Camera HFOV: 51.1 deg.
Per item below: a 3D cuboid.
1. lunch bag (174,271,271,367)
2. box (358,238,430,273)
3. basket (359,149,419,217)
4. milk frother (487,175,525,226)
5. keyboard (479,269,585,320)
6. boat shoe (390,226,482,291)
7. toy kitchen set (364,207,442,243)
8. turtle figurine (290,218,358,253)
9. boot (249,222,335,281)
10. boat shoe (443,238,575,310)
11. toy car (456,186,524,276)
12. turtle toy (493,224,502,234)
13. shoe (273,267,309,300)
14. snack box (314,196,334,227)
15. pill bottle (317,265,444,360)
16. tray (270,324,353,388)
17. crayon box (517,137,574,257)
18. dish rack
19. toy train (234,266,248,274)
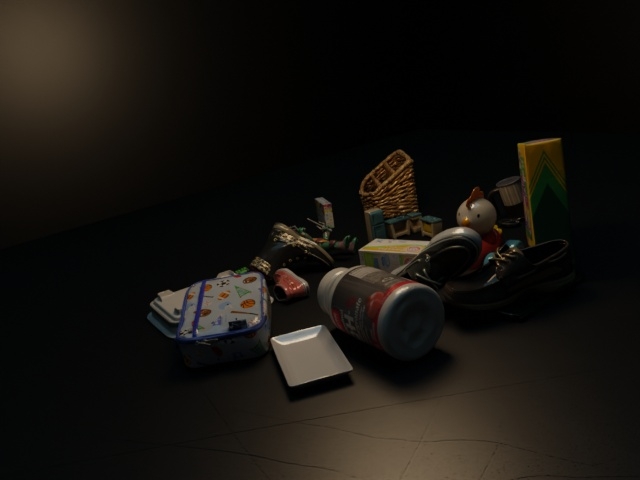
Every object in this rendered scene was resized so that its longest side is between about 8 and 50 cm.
[{"bbox_3d":[-0.251,0.200,1.724,0.243,0.114,0.303,-8,26,1],"label":"lunch bag"},{"bbox_3d":[0.227,0.066,1.938,0.203,0.114,0.103,4,22,36],"label":"box"},{"bbox_3d":[0.261,-0.231,2.707,0.214,0.222,0.299,-10,18,0],"label":"basket"},{"bbox_3d":[0.647,-0.129,2.281,0.129,0.134,0.143,-23,14,6],"label":"milk frother"},{"bbox_3d":[0.515,0.123,1.725,0.317,0.033,0.202,-22,26,-36],"label":"keyboard"},{"bbox_3d":[0.277,0.091,1.701,0.335,0.121,0.119,-43,11,43],"label":"boat shoe"},{"bbox_3d":[0.285,-0.057,2.292,0.207,0.122,0.166,-17,18,-22],"label":"toy kitchen set"},{"bbox_3d":[0.000,0.000,2.280,0.234,0.118,0.175,9,15,24],"label":"turtle figurine"},{"bbox_3d":[-0.092,0.070,2.157,0.178,0.237,0.085,-55,-8,-18],"label":"boot"},{"bbox_3d":[0.462,0.071,1.649,0.356,0.130,0.132,-13,22,-18],"label":"boat shoe"},{"bbox_3d":[0.439,-0.033,1.918,0.219,0.237,0.210,5,23,43],"label":"toy car"},{"bbox_3d":[0.518,-0.025,2.141,0.095,0.066,0.130,13,14,-3],"label":"turtle toy"},{"bbox_3d":[-0.113,0.132,2.006,0.081,0.063,0.178,-14,21,-30],"label":"shoe"},{"bbox_3d":[0.016,-0.110,2.664,0.037,0.100,0.141,-13,16,-11],"label":"snack box"},{"bbox_3d":[0.128,0.157,1.588,0.176,0.176,0.319,-19,18,-27],"label":"pill bottle"},{"bbox_3d":[-0.026,0.272,1.556,0.145,0.030,0.270,-14,17,-10],"label":"tray"},{"bbox_3d":[0.628,-0.126,1.880,0.106,0.312,0.363,-6,7,14],"label":"crayon box"},{"bbox_3d":[-0.336,0.175,1.996,0.333,0.072,0.286,-18,18,-27],"label":"dish rack"},{"bbox_3d":[-0.276,0.111,2.258,0.024,0.017,0.083,19,32,40],"label":"toy train"}]
